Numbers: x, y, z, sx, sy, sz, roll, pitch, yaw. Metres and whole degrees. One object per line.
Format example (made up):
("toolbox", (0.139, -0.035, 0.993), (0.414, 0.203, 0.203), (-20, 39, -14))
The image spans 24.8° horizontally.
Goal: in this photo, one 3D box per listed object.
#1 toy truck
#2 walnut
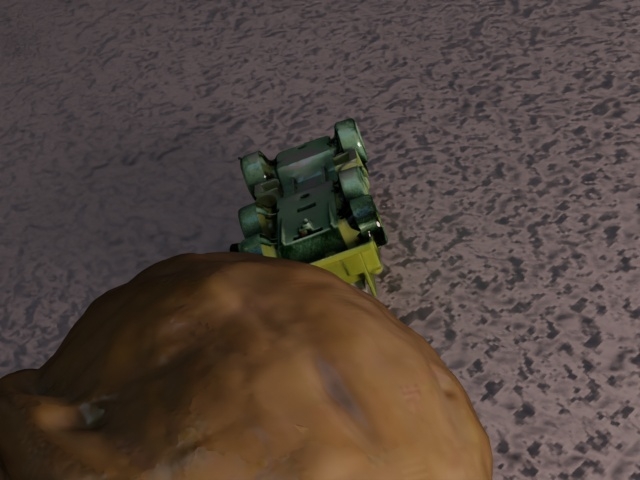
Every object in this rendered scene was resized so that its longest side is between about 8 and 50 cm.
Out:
("toy truck", (-0.001, -0.004, 1.325), (0.128, 0.135, 0.259), (-20, 28, 6))
("walnut", (-0.058, 0.188, 0.942), (0.381, 0.381, 0.381), (-16, 36, 12))
